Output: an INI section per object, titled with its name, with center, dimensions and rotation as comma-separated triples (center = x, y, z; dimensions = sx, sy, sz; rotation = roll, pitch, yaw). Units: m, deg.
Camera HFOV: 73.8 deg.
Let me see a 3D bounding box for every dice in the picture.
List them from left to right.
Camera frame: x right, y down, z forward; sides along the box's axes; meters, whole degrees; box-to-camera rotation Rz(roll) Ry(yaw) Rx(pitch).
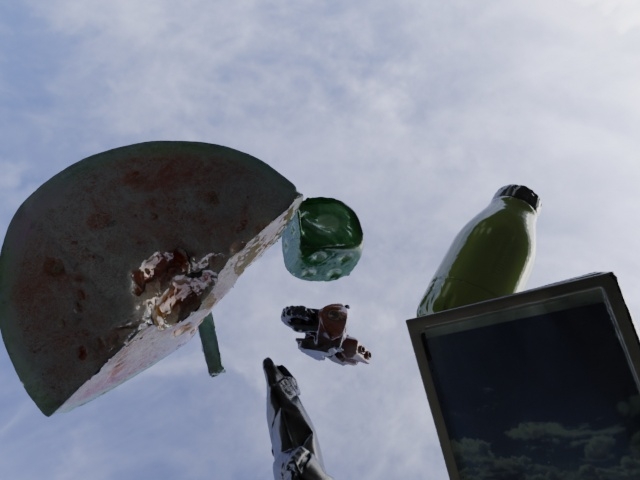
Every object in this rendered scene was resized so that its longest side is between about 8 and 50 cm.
[dice]
center = 0.000, 0.000, 0.816
dimensions = 0.128, 0.120, 0.131
rotation = 2, -130, -22

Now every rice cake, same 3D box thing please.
[rice cake]
center = -0.259, 0.206, 0.977
dimensions = 0.042, 0.034, 0.211
rotation = -12, -91, -16

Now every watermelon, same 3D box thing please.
[watermelon]
center = -0.197, 0.018, 0.493
dimensions = 0.321, 0.175, 0.188
rotation = -37, -102, -26

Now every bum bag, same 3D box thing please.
[bum bag]
center = -0.034, 0.290, 0.597
dimensions = 0.074, 0.137, 0.310
rotation = -23, -143, -6

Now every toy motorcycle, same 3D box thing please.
[toy motorcycle]
center = 0.025, 0.173, 0.760
dimensions = 0.118, 0.212, 0.084
rotation = -15, -134, 31

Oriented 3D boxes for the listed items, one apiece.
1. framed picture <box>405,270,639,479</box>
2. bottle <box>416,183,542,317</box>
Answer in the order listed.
[framed picture]
center = 0.192, 0.173, 0.365
dimensions = 0.188, 0.023, 0.260
rotation = -21, -105, 33
[bottle]
center = 0.231, 0.029, 0.583
dimensions = 0.112, 0.112, 0.260
rotation = 28, -119, 17
